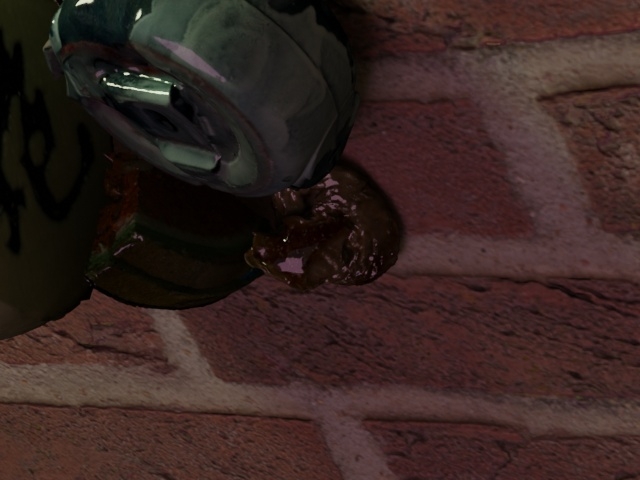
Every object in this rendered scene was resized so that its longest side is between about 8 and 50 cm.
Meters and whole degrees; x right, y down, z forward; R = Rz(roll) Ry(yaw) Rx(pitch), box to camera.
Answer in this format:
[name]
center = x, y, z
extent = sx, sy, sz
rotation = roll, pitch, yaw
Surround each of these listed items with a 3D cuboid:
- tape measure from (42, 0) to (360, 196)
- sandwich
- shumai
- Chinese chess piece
[tape measure]
center = -0.099, -0.144, 1.583
extent = 0.256, 0.147, 0.275
rotation = 12, 151, 35
[sandwich]
center = -0.121, -0.011, 1.753
extent = 0.235, 0.159, 0.079
rotation = 15, 140, -43
[shumai]
center = 0.008, -0.001, 1.737
extent = 0.123, 0.105, 0.139
rotation = -10, 149, 38
[Chinese chess piece]
center = -0.318, -0.081, 1.683
extent = 0.146, 0.349, 0.349
rotation = -8, 127, 22
